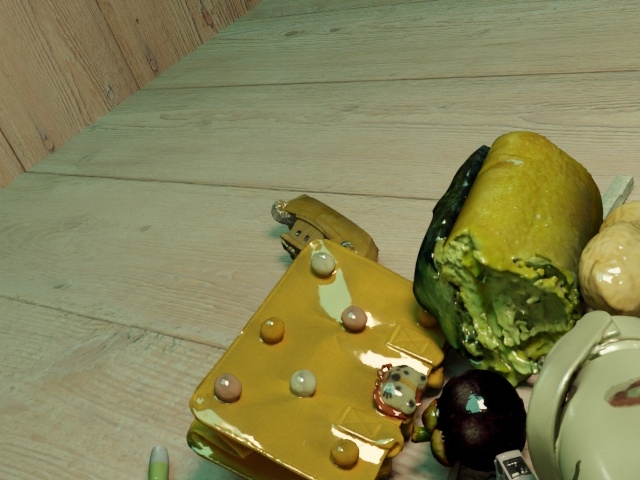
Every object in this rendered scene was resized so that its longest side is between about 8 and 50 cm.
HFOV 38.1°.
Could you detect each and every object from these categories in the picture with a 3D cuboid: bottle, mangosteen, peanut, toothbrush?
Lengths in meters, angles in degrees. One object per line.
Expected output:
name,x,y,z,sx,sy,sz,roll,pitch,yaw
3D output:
bottle,0.342,0.213,1.026,0.229,0.229,0.352,-20,29,5
mangosteen,0.187,0.232,1.179,0.151,0.137,0.137,-18,29,7
peanut,0.415,0.031,1.240,0.111,0.125,0.274,-29,4,37
toothbrush,0.170,0.305,1.190,0.014,0.017,0.194,-1,33,24

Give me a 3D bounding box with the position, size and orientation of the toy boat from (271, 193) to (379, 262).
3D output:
toy boat,0.000,0.000,1.743,0.121,0.089,0.321,-36,33,-12

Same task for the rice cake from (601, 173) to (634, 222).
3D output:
rice cake,0.484,-0.057,1.559,0.033,0.029,0.171,11,42,39

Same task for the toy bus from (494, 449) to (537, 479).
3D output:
toy bus,0.238,0.296,1.070,0.037,0.052,0.131,-15,26,-4

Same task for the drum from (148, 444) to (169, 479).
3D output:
drum,-0.245,0.392,1.300,0.130,0.049,0.253,-29,30,-11

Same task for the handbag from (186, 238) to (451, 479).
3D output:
handbag,0.021,0.180,1.311,0.283,0.133,0.401,25,46,14

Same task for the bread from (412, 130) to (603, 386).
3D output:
bread,0.294,0.000,1.367,0.208,0.251,0.376,-49,5,43

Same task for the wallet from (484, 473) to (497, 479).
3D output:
wallet,0.220,0.331,1.100,0.088,0.026,0.129,-35,31,-21
